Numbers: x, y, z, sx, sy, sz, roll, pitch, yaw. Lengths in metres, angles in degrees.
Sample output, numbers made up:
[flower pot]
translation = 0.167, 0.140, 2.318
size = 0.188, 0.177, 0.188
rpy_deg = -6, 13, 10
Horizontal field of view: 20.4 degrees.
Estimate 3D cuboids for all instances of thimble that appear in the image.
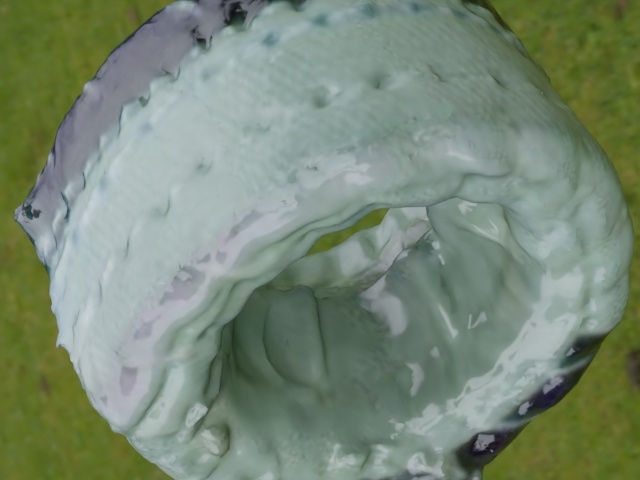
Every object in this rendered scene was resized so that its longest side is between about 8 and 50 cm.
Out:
[thimble]
translation = 0.000, 0.000, 0.744
size = 0.150, 0.237, 0.237
rpy_deg = -117, 24, -43
